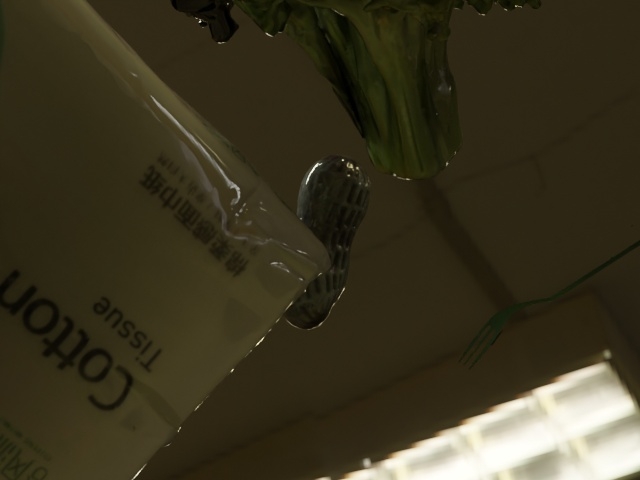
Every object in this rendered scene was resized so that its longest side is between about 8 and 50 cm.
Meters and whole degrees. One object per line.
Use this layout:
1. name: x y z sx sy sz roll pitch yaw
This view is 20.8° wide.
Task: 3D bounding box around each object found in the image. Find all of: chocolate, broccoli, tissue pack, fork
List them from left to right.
1. tissue pack: -0.210 -0.029 0.902 0.266 0.194 0.356 -47 -67 -7
2. chocolate: 0.000 0.000 1.614 0.072 0.167 0.072 18 -10 3
3. broccoli: 0.029 -0.159 1.124 0.247 0.263 0.243 -14 -69 2
4. fork: 0.219 0.039 1.553 0.235 0.021 0.039 -36 -25 11
